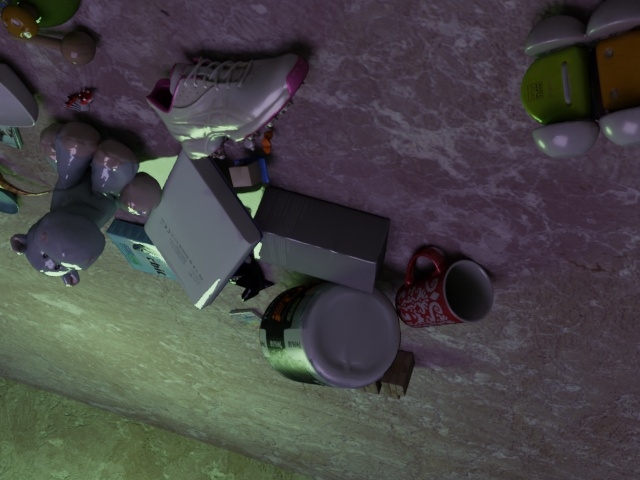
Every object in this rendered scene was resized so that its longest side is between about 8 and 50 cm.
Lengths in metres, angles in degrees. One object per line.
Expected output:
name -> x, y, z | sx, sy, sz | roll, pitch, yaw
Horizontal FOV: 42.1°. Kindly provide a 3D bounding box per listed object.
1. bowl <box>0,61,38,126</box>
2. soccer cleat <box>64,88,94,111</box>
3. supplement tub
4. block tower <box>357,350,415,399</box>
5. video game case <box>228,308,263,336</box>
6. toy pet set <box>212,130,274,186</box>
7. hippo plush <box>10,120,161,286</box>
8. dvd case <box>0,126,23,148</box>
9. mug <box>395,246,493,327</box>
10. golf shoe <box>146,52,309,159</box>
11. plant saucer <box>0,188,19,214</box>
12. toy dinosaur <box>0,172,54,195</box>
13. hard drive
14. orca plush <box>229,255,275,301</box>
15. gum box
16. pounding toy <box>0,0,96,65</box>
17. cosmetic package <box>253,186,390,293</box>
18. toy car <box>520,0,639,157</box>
bowl -> -0.573, -0.264, 1.468 | 0.141, 0.053, 0.142 | 7, 148, 25
soccer cleat -> -0.407, -0.239, 1.431 | 0.083, 0.029, 0.035 | -5, 152, 44
supplement tub -> 0.002, 0.188, 1.680 | 0.207, 0.207, 0.338 | 30, 163, -17
block tower -> 0.051, 0.292, 1.988 | 0.335, 0.097, 0.091 | 11, 150, 20
video game case -> -0.159, 0.207, 2.065 | 0.087, 0.011, 0.122 | -8, 140, 43
toy pet set -> -0.116, -0.149, 1.385 | 0.122, 0.065, 0.114 | -1, 110, 30
hippo plush -> -0.469, -0.063, 1.527 | 0.234, 0.237, 0.294 | 46, 149, -25
dvd case -> -0.646, -0.225, 1.626 | 0.119, 0.013, 0.087 | 19, 152, 1
mug -> 0.219, 0.089, 1.541 | 0.113, 0.150, 0.169 | -7, 171, -30
golf shoe -> -0.146, -0.214, 1.215 | 0.140, 0.115, 0.306 | 43, 142, -25
plant saucer -> -0.738, -0.102, 1.895 | 0.119, 0.021, 0.119 | 16, 151, 9
toy dinosaur -> -0.694, -0.127, 1.779 | 0.211, 0.064, 0.112 | 35, 148, -26
hard drive -> -0.228, -0.018, 1.550 | 0.210, 0.040, 0.319 | 55, 146, 8
orca plush -> -0.216, 0.062, 1.750 | 0.151, 0.102, 0.287 | 7, 149, 25
gum box -> -0.362, 0.029, 1.843 | 0.184, 0.041, 0.157 | 14, 152, 22
pounding toy -> -0.445, -0.333, 1.201 | 0.182, 0.110, 0.237 | 13, 151, 15
cosmetic package -> 0.000, 0.000, 1.503 | 0.237, 0.107, 0.127 | 14, 151, 6
toy car -> 0.326, -0.180, 0.952 | 0.182, 0.159, 0.136 | -8, 177, 41
